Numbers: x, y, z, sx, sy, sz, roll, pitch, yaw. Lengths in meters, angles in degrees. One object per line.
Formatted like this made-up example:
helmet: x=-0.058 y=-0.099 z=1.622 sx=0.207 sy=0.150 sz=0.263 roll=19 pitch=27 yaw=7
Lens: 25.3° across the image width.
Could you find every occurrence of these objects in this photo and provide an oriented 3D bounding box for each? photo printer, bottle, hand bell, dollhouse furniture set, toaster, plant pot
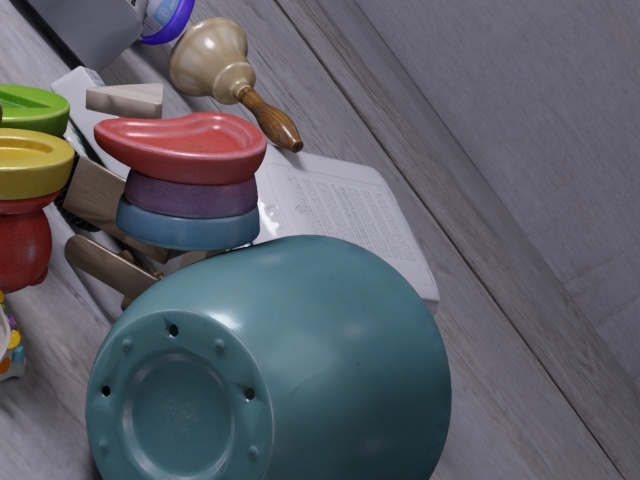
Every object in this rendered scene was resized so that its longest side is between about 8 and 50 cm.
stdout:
photo printer: x=0.000 y=0.000 z=1.906 sx=0.308 sy=0.107 sz=0.256 roll=8 pitch=49 yaw=-49
bottle: x=-0.281 y=-0.376 z=1.883 sx=0.283 sy=0.092 sz=0.118 roll=42 pitch=55 yaw=-44
hand bell: x=-0.096 y=-0.189 z=1.926 sx=0.242 sy=0.126 sz=0.126 roll=48 pitch=7 yaw=39
dollhouse furniture set: x=-0.180 y=-0.004 z=1.462 sx=0.123 sy=0.144 sz=0.151 roll=28 pitch=19 yaw=16
toaster: x=-0.292 y=-0.314 z=1.734 sx=0.185 sy=0.110 sz=0.168 roll=50 pitch=17 yaw=-24
plant pot: x=-0.065 y=0.143 z=1.249 sx=0.293 sy=0.293 sz=0.235 roll=61 pitch=25 yaw=13

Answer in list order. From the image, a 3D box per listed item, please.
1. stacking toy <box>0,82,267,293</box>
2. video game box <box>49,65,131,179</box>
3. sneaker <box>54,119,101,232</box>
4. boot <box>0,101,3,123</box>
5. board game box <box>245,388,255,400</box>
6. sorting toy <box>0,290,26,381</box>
stacking toy: x=-0.219 y=-0.050 z=1.309 sx=0.309 sy=0.130 sz=0.279 roll=-3 pitch=21 yaw=-25
video game box: x=-0.215 y=-0.097 z=1.580 sx=0.205 sy=0.048 sz=0.187 roll=55 pitch=1 yaw=-7
sneaker: x=-0.258 y=-0.084 z=1.490 sx=0.161 sy=0.057 sz=0.075 roll=56 pitch=20 yaw=4
boot: x=-0.364 y=-0.159 z=1.178 sx=0.213 sy=0.077 sz=0.165 roll=15 pitch=29 yaw=-18
board game box: x=0.009 y=0.247 z=1.522 sx=0.318 sy=0.066 sz=0.318 roll=61 pitch=4 yaw=14
sorting toy: x=-0.268 y=0.081 z=1.197 sx=0.075 sy=0.045 sz=0.083 roll=69 pitch=-5 yaw=-68
